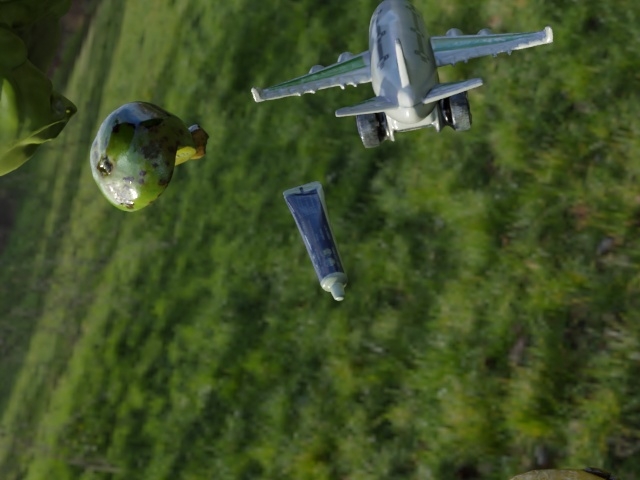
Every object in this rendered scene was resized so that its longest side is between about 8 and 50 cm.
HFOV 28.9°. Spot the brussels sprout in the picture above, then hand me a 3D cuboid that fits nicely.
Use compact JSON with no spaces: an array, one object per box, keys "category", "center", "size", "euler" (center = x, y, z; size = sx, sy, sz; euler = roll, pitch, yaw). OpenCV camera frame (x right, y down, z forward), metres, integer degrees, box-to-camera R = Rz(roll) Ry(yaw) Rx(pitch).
[{"category":"brussels sprout","center":[-0.489,-0.274,1.461],"size":[0.342,0.361,0.425],"euler":[-9,91,32]}]

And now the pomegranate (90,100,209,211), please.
[{"category":"pomegranate","center":[-0.230,-0.126,1.641],"size":[0.169,0.122,0.143],"euler":[-46,14,-35]}]

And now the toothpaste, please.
[{"category":"toothpaste","center":[0.000,0.000,1.080],"size":[0.021,0.037,0.140],"euler":[79,174,-47]}]

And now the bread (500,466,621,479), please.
[{"category":"bread","center":[0.225,0.311,1.036],"size":[0.195,0.270,0.142],"euler":[-32,27,38]}]

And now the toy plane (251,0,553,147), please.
[{"category":"toy plane","center":[0.071,-0.147,1.074],"size":[0.255,0.251,0.101],"euler":[-86,-16,-69]}]
